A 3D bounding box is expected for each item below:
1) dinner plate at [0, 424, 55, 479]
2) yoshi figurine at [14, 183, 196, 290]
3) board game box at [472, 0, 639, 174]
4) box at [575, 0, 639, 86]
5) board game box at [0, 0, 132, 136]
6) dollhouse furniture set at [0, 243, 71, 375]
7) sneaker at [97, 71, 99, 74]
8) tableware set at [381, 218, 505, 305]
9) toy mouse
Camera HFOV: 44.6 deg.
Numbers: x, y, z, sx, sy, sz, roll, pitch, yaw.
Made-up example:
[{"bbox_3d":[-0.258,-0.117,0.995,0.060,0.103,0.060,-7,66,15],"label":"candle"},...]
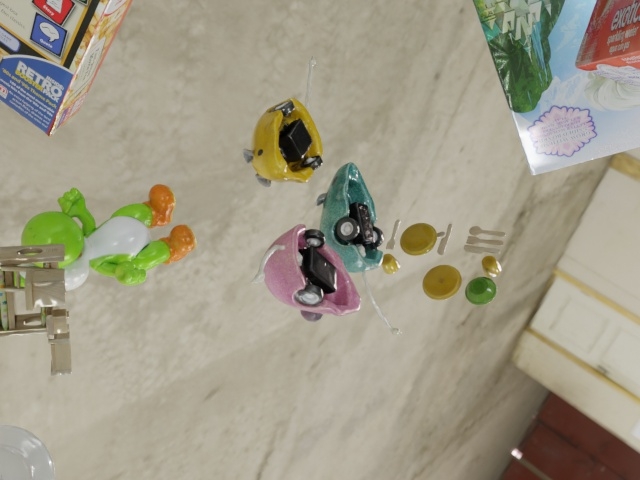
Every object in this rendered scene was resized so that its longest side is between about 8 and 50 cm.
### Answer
[{"bbox_3d":[-0.432,0.323,1.060,0.141,0.141,0.017,-54,176,-2],"label":"dinner plate"},{"bbox_3d":[-0.430,-0.004,1.524,0.362,0.203,0.203,-20,115,-34],"label":"yoshi figurine"},{"bbox_3d":[0.312,-0.231,0.728,0.066,0.318,0.318,-84,151,-44],"label":"board game box"},{"bbox_3d":[0.264,-0.154,0.487,0.257,0.128,0.123,-58,165,-79],"label":"box"},{"bbox_3d":[-0.193,-0.179,0.493,0.193,0.146,0.045,-45,-168,41],"label":"board game box"},{"bbox_3d":[-0.385,0.115,1.028,0.101,0.161,0.182,-3,107,-17],"label":"dollhouse furniture set"},{"bbox_3d":[-0.356,-0.208,0.789,0.281,0.115,0.105,-7,162,-2],"label":"sneaker"},{"bbox_3d":[0.146,0.028,0.948,0.024,0.154,0.104,54,50,-50],"label":"tableware set"},{"bbox_3d":[0.000,0.000,0.414,0.143,0.031,0.161,59,29,-25],"label":"toy mouse"}]
